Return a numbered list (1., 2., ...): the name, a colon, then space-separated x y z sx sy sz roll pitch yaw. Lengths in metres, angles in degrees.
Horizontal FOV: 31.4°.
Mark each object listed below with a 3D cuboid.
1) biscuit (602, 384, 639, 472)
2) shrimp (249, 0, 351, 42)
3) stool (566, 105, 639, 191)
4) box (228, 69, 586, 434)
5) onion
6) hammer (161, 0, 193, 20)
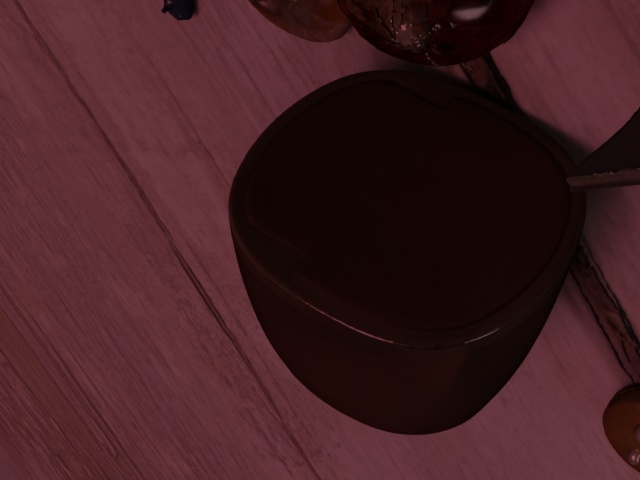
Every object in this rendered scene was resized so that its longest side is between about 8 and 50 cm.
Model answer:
1. biscuit: 0.402 0.238 1.075 0.301 0.049 0.197 31 139 24
2. shrimp: -0.064 -0.284 1.063 0.251 0.052 0.143 54 147 -10
3. stool: 0.360 0.007 0.791 0.269 0.170 0.244 -3 121 48
4. box: 0.071 0.022 1.032 0.301 0.301 0.216 33 150 20
5. onion: 0.089 -0.207 0.892 0.183 0.147 0.184 9 138 8
6. hammer: -0.160 -0.300 1.147 0.116 0.069 0.194 24 147 29
